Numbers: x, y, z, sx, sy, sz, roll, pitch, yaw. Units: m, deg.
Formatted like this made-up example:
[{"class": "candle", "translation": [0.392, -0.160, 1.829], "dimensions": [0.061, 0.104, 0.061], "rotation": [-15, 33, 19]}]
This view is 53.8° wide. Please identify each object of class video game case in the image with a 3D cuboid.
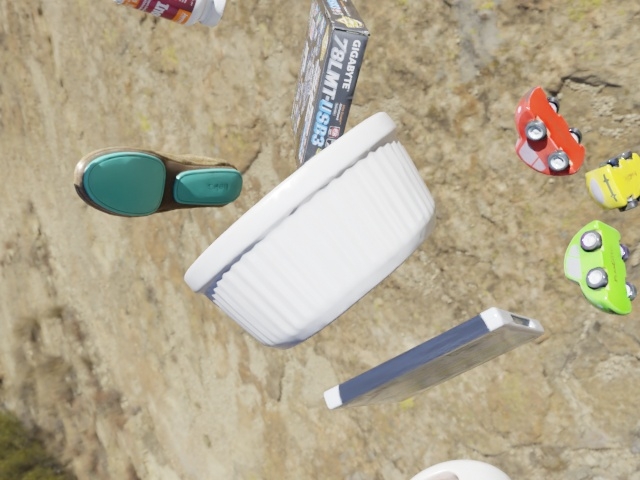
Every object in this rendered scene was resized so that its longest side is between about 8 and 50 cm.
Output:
[{"class": "video game case", "translation": [0.211, 0.215, 1.120], "dimensions": [0.329, 0.300, 0.036], "rotation": [-32, 65, 22]}]

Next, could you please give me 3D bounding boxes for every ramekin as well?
[{"class": "ramekin", "translation": [0.000, 0.000, 0.668], "dimensions": [0.127, 0.273, 0.273], "rotation": [51, 146, -2]}]

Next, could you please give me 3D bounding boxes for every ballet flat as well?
[{"class": "ballet flat", "translation": [-0.282, -0.107, 1.054], "dimensions": [0.124, 0.342, 0.116], "rotation": [22, 109, 33]}]

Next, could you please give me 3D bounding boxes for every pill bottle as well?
[{"class": "pill bottle", "translation": [-0.220, -0.367, 0.923], "dimensions": [0.086, 0.152, 0.086], "rotation": [-19, 67, 54]}]

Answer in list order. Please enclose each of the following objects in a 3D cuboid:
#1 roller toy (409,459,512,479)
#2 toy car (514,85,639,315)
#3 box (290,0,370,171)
[{"class": "roller toy", "translation": [0.203, 0.425, 0.889], "dimensions": [0.146, 0.210, 0.191], "rotation": [-98, 15, -65]}, {"class": "toy car", "translation": [0.285, -0.025, 0.677], "dimensions": [0.053, 0.239, 0.224], "rotation": [-26, 53, 48]}, {"class": "box", "translation": [0.005, -0.296, 1.190], "dimensions": [0.293, 0.074, 0.295], "rotation": [-102, 22, -55]}]
